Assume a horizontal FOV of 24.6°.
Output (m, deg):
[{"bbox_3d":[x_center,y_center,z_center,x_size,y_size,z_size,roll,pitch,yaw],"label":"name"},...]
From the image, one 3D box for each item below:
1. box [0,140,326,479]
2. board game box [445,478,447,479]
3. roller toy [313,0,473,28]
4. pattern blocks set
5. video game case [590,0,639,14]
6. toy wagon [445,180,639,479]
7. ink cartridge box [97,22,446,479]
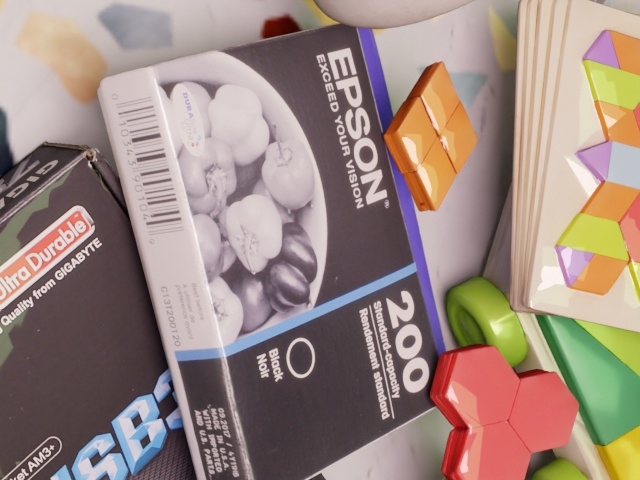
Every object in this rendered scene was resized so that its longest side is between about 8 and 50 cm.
[{"bbox_3d":[-0.147,0.155,0.691,0.295,0.073,0.293,-41,116,-22],"label":"box"},{"bbox_3d":[0.125,0.225,0.788,0.193,0.045,0.147,30,87,5],"label":"board game box"},{"bbox_3d":[0.051,-0.209,0.692,0.209,0.191,0.146,-44,116,-20],"label":"roller toy"},{"bbox_3d":[0.168,-0.035,0.783,0.285,0.026,0.325,-4,88,-25],"label":"pattern blocks set"},{"bbox_3d":[0.229,-0.124,0.916,0.201,0.023,0.183,-19,106,-28],"label":"video game case"},{"bbox_3d":[0.241,0.081,0.870,0.267,0.068,0.344,-28,98,-16],"label":"toy wagon"},{"bbox_3d":[0.000,0.000,0.727,0.208,0.045,0.206,-23,101,-49],"label":"ink cartridge box"}]
